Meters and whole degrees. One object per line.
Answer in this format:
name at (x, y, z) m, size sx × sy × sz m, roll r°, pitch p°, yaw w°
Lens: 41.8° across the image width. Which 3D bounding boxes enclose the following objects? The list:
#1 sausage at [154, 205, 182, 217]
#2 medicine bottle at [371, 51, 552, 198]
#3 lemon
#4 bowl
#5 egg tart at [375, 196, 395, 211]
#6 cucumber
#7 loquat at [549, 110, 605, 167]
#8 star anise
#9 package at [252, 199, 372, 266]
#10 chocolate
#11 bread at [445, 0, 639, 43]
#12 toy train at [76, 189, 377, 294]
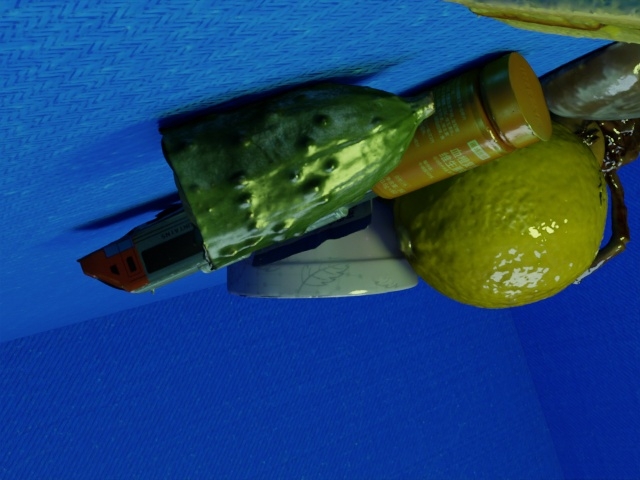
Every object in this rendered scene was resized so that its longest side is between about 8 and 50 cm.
sausage at (-0.159, -0.035, 1.157) m, size 0.042 × 0.036 × 0.158 m, roll -35°, pitch 165°, yaw 37°
medicine bottle at (0.134, -0.116, 0.880) m, size 0.192 × 0.096 × 0.096 m, roll -19°, pitch 175°, yaw 33°
lemon at (0.239, -0.043, 1.122) m, size 0.293 × 0.293 × 0.293 m, roll -17°, pitch 176°, yaw -1°
bowl at (0.000, 0.000, 1.243) m, size 0.287 × 0.144 × 0.287 m, roll -3°, pitch -178°, yaw 0°
egg tart at (0.208, -0.059, 1.500) m, size 0.351 × 0.153 × 0.339 m, roll -17°, pitch 176°, yaw 0°
cucumber at (-0.013, -0.076, 0.729) m, size 0.244 × 0.134 × 0.134 m, roll -21°, pitch 176°, yaw -4°
loquat at (0.358, -0.136, 1.268) m, size 0.141 × 0.141 × 0.141 m, roll -17°, pitch 176°, yaw -1°
star anise at (0.454, -0.095, 1.411) m, size 0.148 × 0.346 × 0.237 m, roll 17°, pitch 167°, yaw -3°
package at (-0.006, -0.045, 1.097) m, size 0.171 × 0.027 × 0.173 m, roll -19°, pitch -146°, yaw 19°
chocolate at (0.396, -0.191, 1.042) m, size 0.254 × 0.080 × 0.157 m, roll -13°, pitch 174°, yaw -43°
bread at (0.229, -0.205, 0.523) m, size 0.264 × 0.163 × 0.167 m, roll 16°, pitch -167°, yaw 27°
toy train at (-0.104, -0.019, 1.035) m, size 0.409 × 0.089 × 0.086 m, roll -23°, pitch 174°, yaw 12°
